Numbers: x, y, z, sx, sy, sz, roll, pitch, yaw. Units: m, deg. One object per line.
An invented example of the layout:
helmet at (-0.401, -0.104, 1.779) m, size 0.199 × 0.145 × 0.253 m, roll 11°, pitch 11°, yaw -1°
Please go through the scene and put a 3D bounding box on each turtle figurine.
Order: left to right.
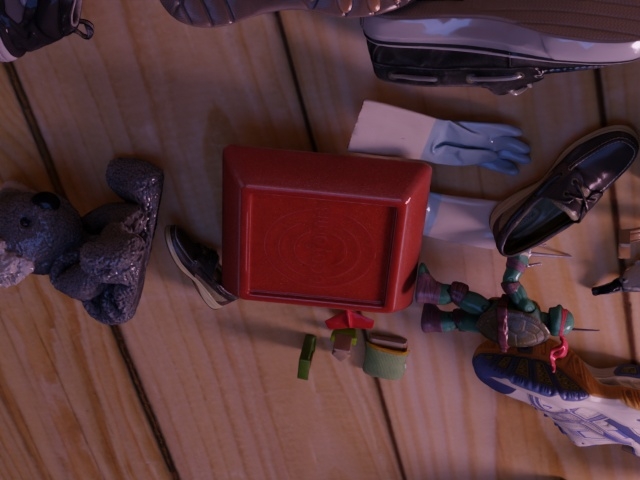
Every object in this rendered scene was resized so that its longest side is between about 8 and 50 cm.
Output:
turtle figurine at (0.246, 0.086, 1.821) m, size 0.234 × 0.118 × 0.175 m, roll 5°, pitch 128°, yaw 14°

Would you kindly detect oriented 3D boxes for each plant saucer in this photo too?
plant saucer at (0.000, 0.000, 1.777) m, size 0.259 × 0.047 × 0.258 m, roll 6°, pitch 134°, yaw 2°

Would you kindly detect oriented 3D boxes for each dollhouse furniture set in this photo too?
dollhouse furniture set at (0.048, 0.170, 1.948) m, size 0.152 × 0.058 × 0.076 m, roll 10°, pitch 128°, yaw 3°

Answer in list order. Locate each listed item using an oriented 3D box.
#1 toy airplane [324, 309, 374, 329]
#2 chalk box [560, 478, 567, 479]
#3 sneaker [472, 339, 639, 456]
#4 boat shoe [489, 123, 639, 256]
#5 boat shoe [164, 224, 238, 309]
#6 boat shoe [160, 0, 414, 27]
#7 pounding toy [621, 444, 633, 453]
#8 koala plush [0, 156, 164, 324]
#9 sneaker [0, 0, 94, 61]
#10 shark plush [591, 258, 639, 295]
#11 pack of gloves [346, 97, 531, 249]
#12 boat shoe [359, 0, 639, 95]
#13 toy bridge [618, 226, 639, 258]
toy airplane at (0.032, 0.069, 1.894) m, size 0.151 × 0.028 × 0.151 m, roll 6°, pitch 128°, yaw 7°
chalk box at (0.360, 0.486, 2.089) m, size 0.132 × 0.132 × 0.213 m, roll 26°, pitch 128°, yaw -11°
sneaker at (0.340, 0.225, 1.906) m, size 0.296 × 0.112 × 0.131 m, roll 17°, pitch 128°, yaw -2°
boat shoe at (0.303, -0.053, 1.716) m, size 0.223 × 0.073 × 0.080 m, roll -38°, pitch 121°, yaw 27°
boat shoe at (-0.158, 0.030, 1.887) m, size 0.049 × 0.056 × 0.152 m, roll -20°, pitch 131°, yaw 17°
boat shoe at (-0.025, -0.314, 1.565) m, size 0.324 × 0.116 × 0.123 m, roll -4°, pitch 112°, yaw -10°
pounding toy at (0.516, 0.337, 1.955) m, size 0.130 × 0.141 × 0.100 m, roll -29°, pitch 145°, yaw 27°
koala plush at (-0.333, 0.003, 1.814) m, size 0.221 × 0.196 × 0.203 m, roll 12°, pitch 138°, yaw -4°
sneaker at (-0.355, -0.334, 1.617) m, size 0.153 × 0.101 × 0.268 m, roll -7°, pitch 131°, yaw 14°
shark plush at (0.432, 0.058, 1.802) m, size 0.161 × 0.073 × 0.067 m, roll -25°, pitch 149°, yaw 21°
pack of gloves at (0.138, -0.090, 1.757) m, size 0.232 × 0.046 × 0.195 m, roll 10°, pitch 129°, yaw -11°
boat shoe at (0.214, -0.228, 1.597) m, size 0.335 × 0.121 × 0.119 m, roll 7°, pitch 136°, yaw 18°
toy bridge at (0.466, -0.007, 1.737) m, size 0.188 × 0.063 × 0.026 m, roll -2°, pitch 127°, yaw 13°
